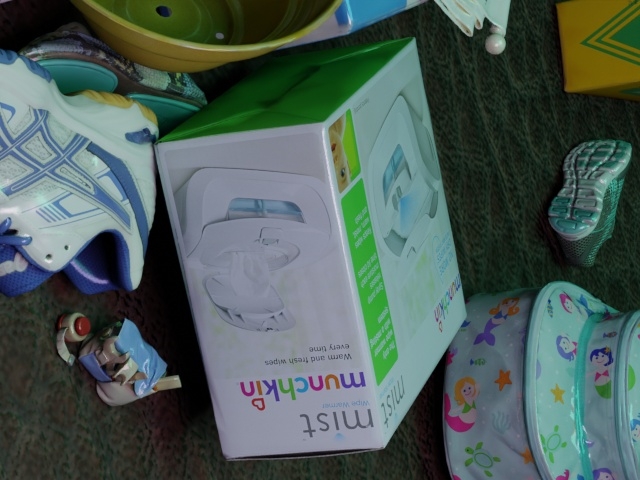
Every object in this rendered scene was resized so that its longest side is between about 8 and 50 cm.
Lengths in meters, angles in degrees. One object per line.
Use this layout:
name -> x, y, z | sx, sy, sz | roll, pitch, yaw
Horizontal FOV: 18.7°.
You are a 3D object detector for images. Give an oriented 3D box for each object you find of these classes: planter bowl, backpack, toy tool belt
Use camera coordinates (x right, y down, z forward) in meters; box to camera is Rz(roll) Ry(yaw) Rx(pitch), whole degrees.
planter bowl -> -0.095, -0.176, 1.276 | 0.217, 0.090, 0.217 | 11, 50, -13
backpack -> 0.218, 0.151, 1.683 | 0.253, 0.191, 0.225 | 27, 61, -45
toy tool belt -> -0.132, 0.074, 1.290 | 0.083, 0.051, 0.052 | 52, 43, -35

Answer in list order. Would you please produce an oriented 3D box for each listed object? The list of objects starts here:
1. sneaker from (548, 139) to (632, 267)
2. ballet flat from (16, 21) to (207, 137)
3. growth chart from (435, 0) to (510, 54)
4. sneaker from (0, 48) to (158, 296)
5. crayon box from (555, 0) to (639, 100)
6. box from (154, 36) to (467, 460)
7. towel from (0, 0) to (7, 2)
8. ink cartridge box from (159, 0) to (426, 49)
sneaker -> 0.267, -0.037, 1.920 | 0.166, 0.065, 0.076 | -55, 143, -43
ballet flat -> -0.153, -0.113, 1.311 | 0.188, 0.070, 0.070 | 18, 67, -55
growth chart -> 0.090, -0.246, 1.431 | 0.237, 0.021, 0.172 | 34, 56, -50
sneaker -> -0.194, -0.035, 1.172 | 0.296, 0.112, 0.131 | 12, 72, -54
crayon box -> 0.467, -0.212, 2.017 | 0.363, 0.313, 0.106 | 0, 85, -57
box -> 0.000, 0.000, 1.380 | 0.262, 0.127, 0.231 | -46, 127, -66
towel -> -0.237, -0.265, 1.234 | 0.329, 0.037, 0.237 | -29, 107, -55
ink cartridge box -> 0.018, -0.322, 1.509 | 0.395, 0.166, 0.285 | -30, 107, -55
